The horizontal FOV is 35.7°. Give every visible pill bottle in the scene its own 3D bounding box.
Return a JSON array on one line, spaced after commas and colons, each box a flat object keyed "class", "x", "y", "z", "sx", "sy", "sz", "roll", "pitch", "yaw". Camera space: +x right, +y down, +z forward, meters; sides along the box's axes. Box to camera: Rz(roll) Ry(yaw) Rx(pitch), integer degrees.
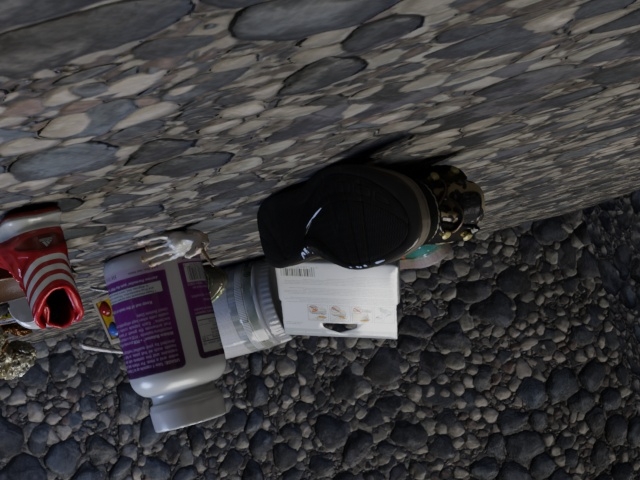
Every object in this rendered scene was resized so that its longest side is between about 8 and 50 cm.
[{"class": "pill bottle", "x": -0.257, "y": 0.165, "z": 1.697, "sx": 0.169, "sy": 0.301, "sz": 0.169, "roll": -14, "pitch": 175, "yaw": -1}, {"class": "pill bottle", "x": -0.475, "y": 0.108, "z": 1.690, "sx": 0.086, "sy": 0.086, "sz": 0.152, "roll": -14, "pitch": 175, "yaw": 0}]

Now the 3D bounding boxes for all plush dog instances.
[{"class": "plush dog", "x": -0.761, "y": 0.248, "z": 2.196, "sx": 0.262, "sy": 0.210, "sz": 0.225, "roll": -47, "pitch": -176, "yaw": -42}]

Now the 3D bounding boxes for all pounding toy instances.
[{"class": "pounding toy", "x": -0.434, "y": 0.152, "z": 2.182, "sx": 0.141, "sy": 0.130, "sz": 0.100, "roll": -19, "pitch": -175, "yaw": 46}]

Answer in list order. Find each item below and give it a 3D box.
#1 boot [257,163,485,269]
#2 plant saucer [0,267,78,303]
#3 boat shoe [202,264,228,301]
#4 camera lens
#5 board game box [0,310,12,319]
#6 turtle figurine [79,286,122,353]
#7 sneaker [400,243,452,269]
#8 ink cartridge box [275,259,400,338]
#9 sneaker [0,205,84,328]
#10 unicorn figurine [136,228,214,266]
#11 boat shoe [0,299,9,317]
[{"class": "boot", "x": 0.111, "y": -0.040, "z": 1.384, "sx": 0.284, "sy": 0.138, "sz": 0.377, "roll": -10, "pitch": 178, "yaw": -32}, {"class": "plant saucer", "x": -0.486, "y": 0.061, "z": 1.334, "sx": 0.310, "sy": 0.050, "sz": 0.310, "roll": -15, "pitch": 175, "yaw": -1}, {"class": "boat shoe", "x": -0.320, "y": 0.125, "z": 2.220, "sx": 0.091, "sy": 0.109, "sz": 0.305, "roll": -4, "pitch": 166, "yaw": -41}, {"class": "camera lens", "x": -0.215, "y": 0.174, "z": 2.433, "sx": 0.274, "sy": 0.219, "sz": 0.219, "roll": -16, "pitch": 175, "yaw": 14}, {"class": "board game box", "x": -0.583, "y": 0.127, "z": 1.830, "sx": 0.141, "sy": 0.048, "sz": 0.170, "roll": -15, "pitch": 176, "yaw": 37}, {"class": "turtle figurine", "x": -0.338, "y": 0.183, "z": 2.051, "sx": 0.275, "sy": 0.266, "sz": 0.198, "roll": -37, "pitch": -150, "yaw": -12}, {"class": "sneaker", "x": 0.167, "y": 0.001, "z": 2.263, "sx": 0.108, "sy": 0.121, "sz": 0.302, "roll": -41, "pitch": -164, "yaw": -34}, {"class": "ink cartridge box", "x": 0.044, "y": 0.119, "z": 2.258, "sx": 0.275, "sy": 0.060, "sz": 0.239, "roll": 2, "pitch": 134, "yaw": 7}, {"class": "sneaker", "x": -0.328, "y": 0.044, "z": 1.122, "sx": 0.087, "sy": 0.128, "sz": 0.221, "roll": -13, "pitch": 175, "yaw": -21}, {"class": "unicorn figurine", "x": -0.220, "y": 0.009, "z": 1.527, "sx": 0.111, "sy": 0.060, "sz": 0.162, "roll": -15, "pitch": -169, "yaw": 0}, {"class": "boat shoe", "x": -0.536, "y": 0.104, "z": 1.576, "sx": 0.075, "sy": 0.065, "sz": 0.206, "roll": -12, "pitch": 175, "yaw": -30}]
